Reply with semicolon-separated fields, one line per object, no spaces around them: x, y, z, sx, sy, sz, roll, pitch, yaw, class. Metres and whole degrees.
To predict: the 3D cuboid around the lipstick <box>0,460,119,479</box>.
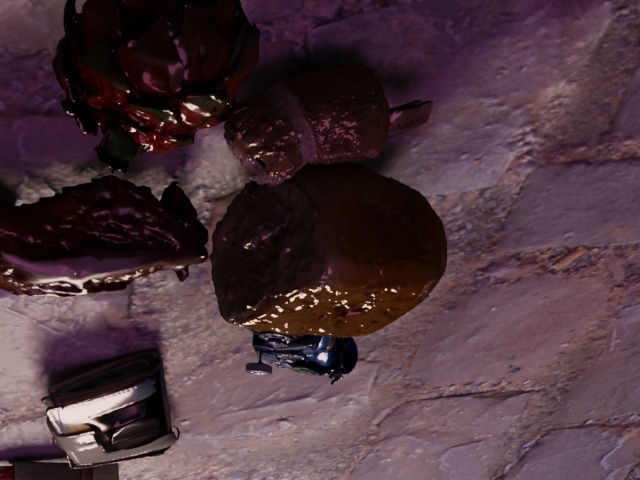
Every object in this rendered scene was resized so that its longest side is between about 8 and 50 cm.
-0.383;0.332;1.835;0.186;0.057;0.063;7;140;-22;lipstick

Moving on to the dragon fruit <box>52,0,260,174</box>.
-0.141;-0.167;1.140;0.188;0.182;0.182;-28;145;31;dragon fruit

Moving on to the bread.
0.000;0.000;1.417;0.246;0.176;0.195;7;149;-45;bread

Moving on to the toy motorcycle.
-0.021;0.129;1.637;0.135;0.092;0.254;5;164;4;toy motorcycle

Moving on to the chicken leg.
-0.297;-0.017;1.329;0.407;0.096;0.158;18;112;-32;chicken leg

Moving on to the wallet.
-0.277;0.241;1.737;0.170;0.069;0.231;-15;147;-10;wallet

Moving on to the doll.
0.012;-0.121;1.310;0.221;0.105;0.115;-8;100;-10;doll
